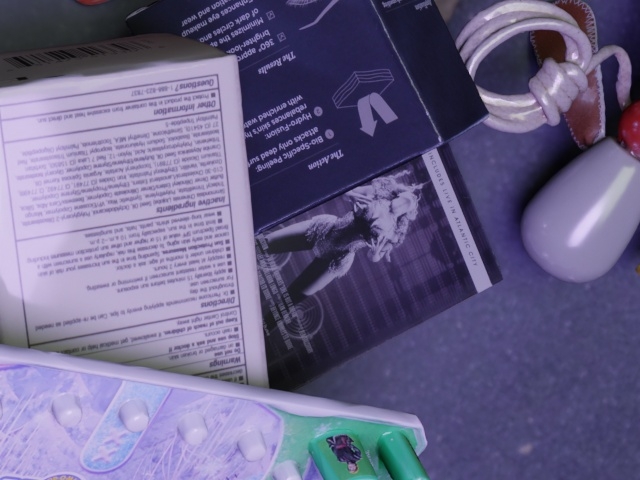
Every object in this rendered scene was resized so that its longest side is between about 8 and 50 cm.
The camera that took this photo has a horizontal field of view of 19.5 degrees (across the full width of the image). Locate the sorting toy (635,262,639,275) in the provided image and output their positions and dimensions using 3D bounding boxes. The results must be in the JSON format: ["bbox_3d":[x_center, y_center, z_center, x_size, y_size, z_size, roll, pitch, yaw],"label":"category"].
[{"bbox_3d":[0.319,-0.062,1.248,0.046,0.274,0.132,48,39,16],"label":"sorting toy"}]

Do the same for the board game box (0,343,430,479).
[{"bbox_3d":[-0.178,0.223,1.012,0.390,0.050,0.390,13,123,-37],"label":"board game box"}]

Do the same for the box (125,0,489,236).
[{"bbox_3d":[-0.007,-0.106,1.143,0.158,0.156,0.093,64,28,-3],"label":"box"}]

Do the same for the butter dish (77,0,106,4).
[{"bbox_3d":[-0.116,-0.233,1.114,0.160,0.118,0.160,-24,103,5],"label":"butter dish"}]

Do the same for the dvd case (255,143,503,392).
[{"bbox_3d":[0.000,0.000,1.246,0.221,0.018,0.165,-27,102,-18],"label":"dvd case"}]

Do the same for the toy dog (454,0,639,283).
[{"bbox_3d":[0.240,-0.139,1.288,0.333,0.161,0.220,-34,109,-1],"label":"toy dog"}]

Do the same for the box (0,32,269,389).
[{"bbox_3d":[-0.122,0.011,1.039,0.148,0.127,0.232,-10,105,-21],"label":"box"}]
